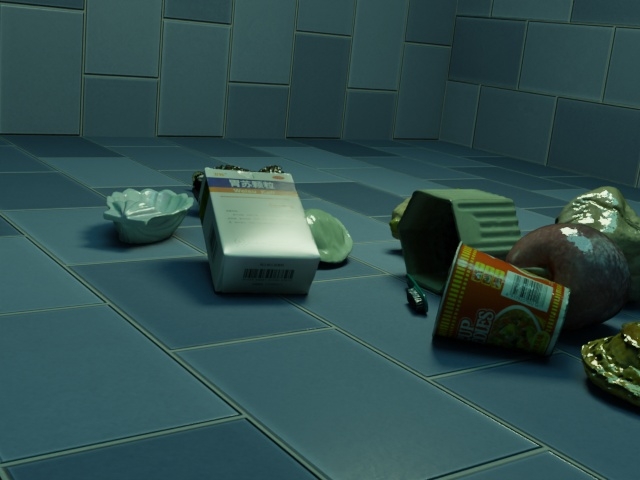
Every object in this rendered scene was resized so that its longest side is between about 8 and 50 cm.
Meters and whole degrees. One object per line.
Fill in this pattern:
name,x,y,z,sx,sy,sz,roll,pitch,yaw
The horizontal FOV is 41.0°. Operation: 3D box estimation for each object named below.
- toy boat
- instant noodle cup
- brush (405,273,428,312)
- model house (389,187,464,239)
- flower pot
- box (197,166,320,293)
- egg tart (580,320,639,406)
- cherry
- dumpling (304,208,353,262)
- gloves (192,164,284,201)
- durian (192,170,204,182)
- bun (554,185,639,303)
toy boat,-0.419,-0.059,2.056,0.199,0.100,0.290,8,13,10
instant noodle cup,0.328,0.116,1.544,0.212,0.193,0.193,16,16,11
brush,0.189,0.107,1.770,0.032,0.043,0.193,-12,14,-4
model house,0.305,-0.024,2.138,0.234,0.174,0.193,-13,21,-25
flower pot,0.308,-0.002,1.898,0.190,0.239,0.209,-4,-16,-30
box,-0.136,-0.023,1.796,0.200,0.106,0.299,3,39,-19
egg tart,0.550,0.203,1.404,0.241,0.106,0.241,8,17,-3
cherry,0.480,0.069,1.670,0.285,0.212,0.236,13,10,-33
dumpling,-0.011,0.002,2.017,0.219,0.152,0.108,-27,-8,-47
gloves,-0.216,-0.147,2.426,0.210,0.135,0.312,5,11,16
durian,-0.339,-0.172,2.623,0.130,0.066,0.052,24,21,27
bun,0.625,0.017,1.941,0.205,0.281,0.281,-20,15,0
